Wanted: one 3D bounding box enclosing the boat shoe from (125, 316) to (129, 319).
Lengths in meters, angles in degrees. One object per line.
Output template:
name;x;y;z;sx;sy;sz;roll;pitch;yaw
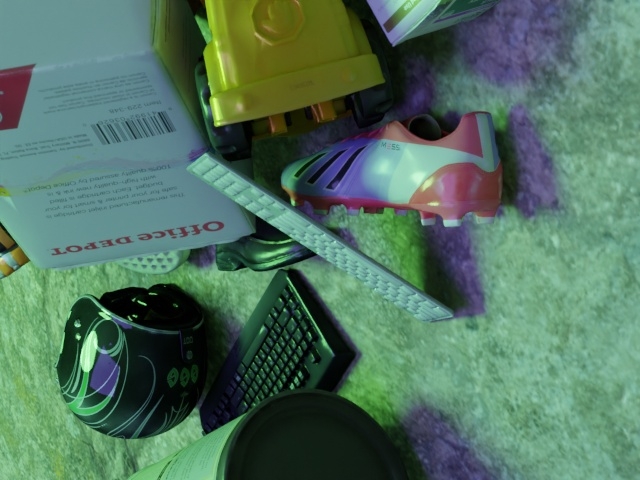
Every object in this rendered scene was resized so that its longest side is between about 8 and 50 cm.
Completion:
boat shoe;-0.207;0.134;1.801;0.046;0.038;0.125;33;-146;-77

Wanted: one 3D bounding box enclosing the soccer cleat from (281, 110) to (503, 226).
soccer cleat;0.058;-0.065;1.315;0.248;0.083;0.095;9;98;51

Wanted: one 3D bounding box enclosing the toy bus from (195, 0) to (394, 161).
toy bus;-0.040;-0.182;1.269;0.220;0.149;0.211;102;151;-88

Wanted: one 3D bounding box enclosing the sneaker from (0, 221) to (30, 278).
sneaker;-0.391;-0.081;1.768;0.180;0.124;0.321;54;173;-19

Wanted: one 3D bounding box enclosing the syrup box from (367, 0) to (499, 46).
syrup box;0.054;-0.277;1.182;0.237;0.093;0.096;61;144;10

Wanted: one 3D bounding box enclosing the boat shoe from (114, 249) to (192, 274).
boat shoe;-0.292;-0.180;1.653;0.500;0.156;0.187;49;141;1

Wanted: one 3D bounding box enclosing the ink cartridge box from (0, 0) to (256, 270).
ink cartridge box;-0.204;-0.111;1.386;0.306;0.226;0.131;67;-163;-59

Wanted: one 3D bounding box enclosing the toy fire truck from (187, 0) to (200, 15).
toy fire truck;-0.180;-0.341;1.422;0.302;0.169;0.254;-26;68;54

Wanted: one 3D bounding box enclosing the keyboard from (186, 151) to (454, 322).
keyboard;0.000;0.000;1.338;0.256;0.014;0.072;33;170;-11

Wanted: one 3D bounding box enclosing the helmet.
helmet;-0.206;0.138;1.696;0.169;0.169;0.162;34;116;39

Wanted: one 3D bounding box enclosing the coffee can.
coffee can;-0.069;0.277;1.505;0.275;0.201;0.202;-34;81;51

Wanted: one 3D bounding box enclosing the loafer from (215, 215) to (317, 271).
loafer;-0.054;-0.005;1.506;0.170;0.062;0.061;-4;100;53

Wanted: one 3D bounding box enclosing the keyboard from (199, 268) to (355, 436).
keyboard;-0.039;0.187;1.614;0.201;0.033;0.317;53;143;20
